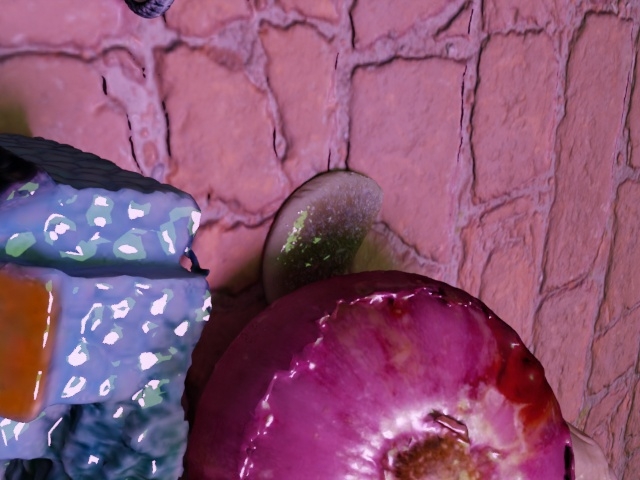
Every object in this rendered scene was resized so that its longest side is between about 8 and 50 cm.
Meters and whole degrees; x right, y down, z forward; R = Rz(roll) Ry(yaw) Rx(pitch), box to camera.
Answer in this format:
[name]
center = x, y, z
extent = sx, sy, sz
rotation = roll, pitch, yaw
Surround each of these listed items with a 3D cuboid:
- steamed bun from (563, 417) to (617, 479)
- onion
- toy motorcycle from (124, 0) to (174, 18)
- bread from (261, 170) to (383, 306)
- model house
[steamed bun]
center = 0.280, 0.379, 1.053
extent = 0.276, 0.203, 0.289
rotation = -50, 119, -8
[onion]
center = 0.039, 0.207, 0.686
extent = 0.358, 0.345, 0.358
rotation = 1, 89, -41
[toy motorcycle]
center = -0.088, -0.307, 0.467
extent = 0.113, 0.169, 0.315
rotation = -9, 111, -41
[bread]
center = -0.004, 0.001, 0.753
extent = 0.112, 0.036, 0.193
rotation = 38, 77, -43
[model house]
center = -0.231, 0.045, 0.386
extent = 0.241, 0.261, 0.226
rotation = 9, 97, -46
